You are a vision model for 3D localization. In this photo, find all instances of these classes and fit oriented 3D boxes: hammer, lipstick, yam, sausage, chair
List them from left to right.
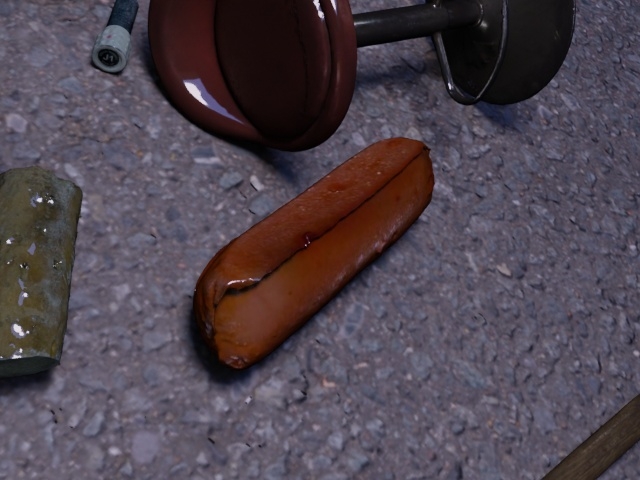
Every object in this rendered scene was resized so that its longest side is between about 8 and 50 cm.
[{"bbox_3d":[-0.233,0.027,0.725,0.078,0.078,0.179,9,55,-22],"label":"yam"},{"bbox_3d":[-0.204,-0.222,0.936,0.037,0.037,0.116,19,48,-15],"label":"lipstick"},{"bbox_3d":[0.000,0.000,0.851,0.102,0.102,0.330,46,49,7],"label":"sausage"},{"bbox_3d":[0.048,-0.217,0.941,0.401,0.226,0.226,-17,68,-34],"label":"chair"},{"bbox_3d":[0.220,0.233,0.844,0.365,0.043,0.111,-25,72,-38],"label":"hammer"}]
